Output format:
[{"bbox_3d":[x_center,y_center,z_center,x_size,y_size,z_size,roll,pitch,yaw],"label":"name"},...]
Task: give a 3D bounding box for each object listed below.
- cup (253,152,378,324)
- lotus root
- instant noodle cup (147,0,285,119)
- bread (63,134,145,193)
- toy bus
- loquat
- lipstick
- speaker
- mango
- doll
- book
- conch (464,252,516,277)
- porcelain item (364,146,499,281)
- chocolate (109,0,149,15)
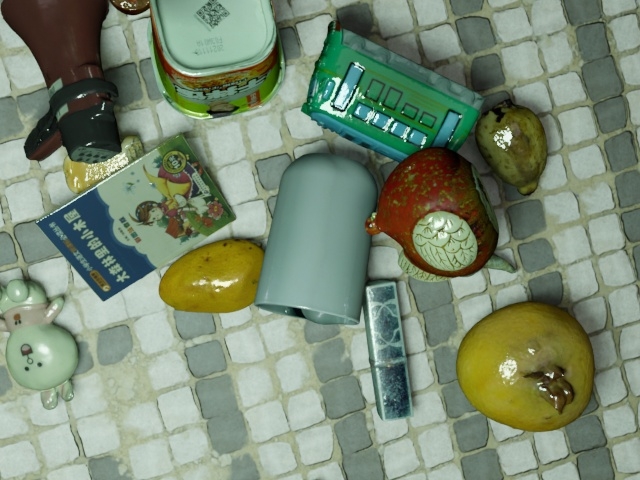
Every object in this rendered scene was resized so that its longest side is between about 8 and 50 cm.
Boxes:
[{"bbox_3d":[0.000,0.000,1.407,0.206,0.205,0.312,12,77,-7],"label":"cup"},{"bbox_3d":[0.409,-0.192,1.513,0.138,0.138,0.214,-32,106,-5],"label":"lotus root"},{"bbox_3d":[-0.194,-0.381,1.335,0.294,0.308,0.293,0,91,-7],"label":"instant noodle cup"},{"bbox_3d":[-0.414,-0.144,1.424,0.177,0.084,0.119,-7,99,-7],"label":"bread"},{"bbox_3d":[0.132,-0.274,1.445,0.344,0.183,0.199,25,97,-6],"label":"toy bus"},{"bbox_3d":[0.421,0.259,1.455,0.275,0.275,0.274,0,92,-7],"label":"loquat"},{"bbox_3d":[0.137,0.225,1.510,0.078,0.076,0.289,-8,90,-5],"label":"lipstick"},{"bbox_3d":[-0.492,-0.286,1.326,0.259,0.198,0.329,-16,75,13],"label":"speaker"},{"bbox_3d":[-0.211,0.080,1.444,0.227,0.109,0.147,-20,96,-5],"label":"mango"},{"bbox_3d":[-0.554,0.190,1.410,0.155,0.113,0.274,-22,101,3],"label":"doll"},{"bbox_3d":[-0.353,-0.040,1.418,0.322,0.018,0.228,-34,124,-5],"label":"book"},{"bbox_3d":[0.291,0.023,1.510,0.114,0.234,0.137,-43,55,15],"label":"conch"},{"bbox_3d":[0.196,-0.042,1.326,0.253,0.253,0.252,0,92,-7],"label":"porcelain item"},{"bbox_3d":[-0.369,-0.505,1.397,0.124,0.127,0.133,20,85,7],"label":"chocolate"}]
